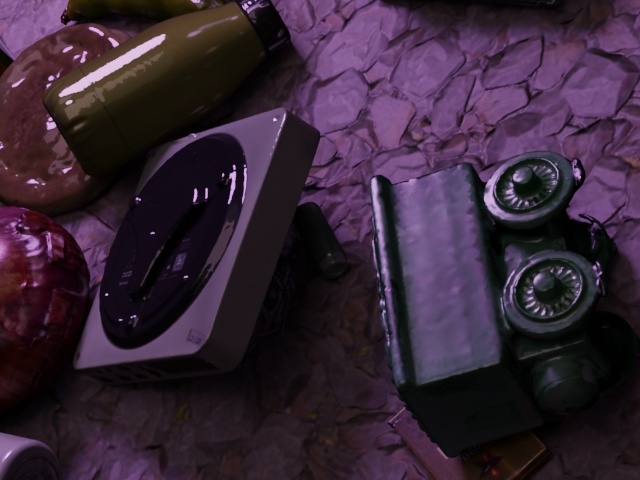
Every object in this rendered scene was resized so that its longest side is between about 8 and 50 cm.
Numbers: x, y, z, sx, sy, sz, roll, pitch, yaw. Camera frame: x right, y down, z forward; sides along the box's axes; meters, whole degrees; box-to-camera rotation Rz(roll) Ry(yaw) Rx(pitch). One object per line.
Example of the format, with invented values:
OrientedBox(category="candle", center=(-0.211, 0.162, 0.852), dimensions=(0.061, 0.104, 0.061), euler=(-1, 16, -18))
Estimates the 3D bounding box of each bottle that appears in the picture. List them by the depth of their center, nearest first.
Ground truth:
OrientedBox(category="bottle", center=(0.000, 0.000, 1.819), dimensions=(0.030, 0.030, 0.083), euler=(-35, 52, 8))
OrientedBox(category="bottle", center=(-0.380, 0.232, 1.863), dimensions=(0.245, 0.104, 0.104), euler=(6, 67, 33))
OrientedBox(category="bottle", center=(-0.156, -0.173, 1.952), dimensions=(0.260, 0.112, 0.112), euler=(-31, 50, -6))

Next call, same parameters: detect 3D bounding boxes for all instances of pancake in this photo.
OrientedBox(category="pancake", center=(-0.286, -0.138, 2.063), dimensions=(0.222, 0.042, 0.236), euler=(9, 69, 34))

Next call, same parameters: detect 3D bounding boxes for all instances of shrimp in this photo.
OrientedBox(category="shrimp", center=(-0.056, 0.056, 1.796), dimensions=(0.057, 0.065, 0.165), euler=(12, 64, 8))

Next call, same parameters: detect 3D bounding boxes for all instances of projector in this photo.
OrientedBox(category="projector", center=(-0.130, 0.007, 1.810), dimensions=(0.257, 0.079, 0.259), euler=(-12, 54, 54))

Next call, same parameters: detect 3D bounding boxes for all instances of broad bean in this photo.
OrientedBox(category="broad bean", center=(-0.195, -0.261, 2.076), dimensions=(0.256, 0.052, 0.052), euler=(8, 78, 36))

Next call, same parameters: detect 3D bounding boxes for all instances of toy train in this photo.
OrientedBox(category="toy train", center=(0.158, 0.042, 1.612), dimensions=(0.202, 0.145, 0.266), euler=(-18, 50, 15))

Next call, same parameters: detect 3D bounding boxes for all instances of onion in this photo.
OrientedBox(category="onion", center=(-0.352, 0.062, 1.907), dimensions=(0.230, 0.163, 0.230), euler=(-27, 45, 30))

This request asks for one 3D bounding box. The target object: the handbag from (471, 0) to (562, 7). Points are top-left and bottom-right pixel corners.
OrientedBox(category="handbag", center=(0.169, -0.358, 1.900), dimensions=(0.260, 0.079, 0.247), euler=(9, 68, 33))

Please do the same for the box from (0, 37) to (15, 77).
OrientedBox(category="box", center=(-0.485, -0.251, 2.150), dimensions=(0.148, 0.195, 0.177), euler=(-41, 51, 4))

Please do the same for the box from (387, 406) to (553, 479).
OrientedBox(category="box", center=(0.131, 0.175, 1.643), dimensions=(0.090, 0.023, 0.133), euler=(-45, 50, 2))
